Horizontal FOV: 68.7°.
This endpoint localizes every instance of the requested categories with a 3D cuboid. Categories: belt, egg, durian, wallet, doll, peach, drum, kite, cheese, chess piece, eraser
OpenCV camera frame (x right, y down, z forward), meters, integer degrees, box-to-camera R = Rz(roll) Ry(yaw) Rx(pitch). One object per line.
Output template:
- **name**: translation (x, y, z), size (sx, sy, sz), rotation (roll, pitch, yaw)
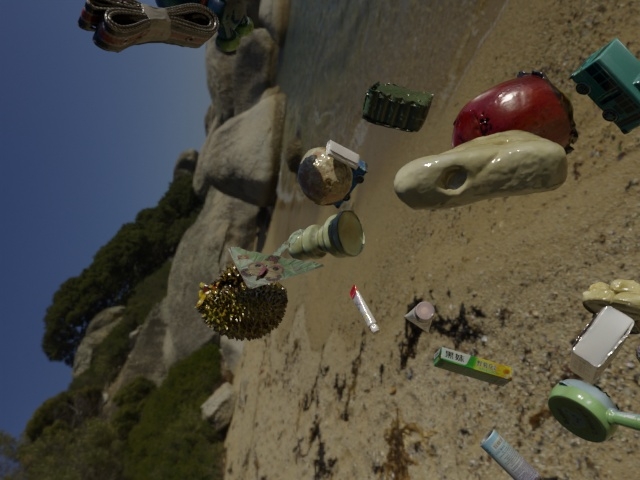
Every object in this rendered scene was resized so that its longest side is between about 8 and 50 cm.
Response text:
- **belt**: translation (-0.415, -0.545, 1.182), size (0.094, 0.359, 0.126), rotation (-30, 85, 43)
- **egg**: translation (0.015, -0.227, 1.634), size (0.233, 0.195, 0.195), rotation (-112, 28, -50)
- **durian**: translation (-0.237, 0.200, 1.453), size (0.293, 0.258, 0.258), rotation (12, -98, -69)
- **wallet**: translation (0.074, -0.282, 1.543), size (0.025, 0.122, 0.061), rotation (-29, 46, 50)
- **doll**: translation (-0.351, -0.709, 1.365), size (0.198, 0.322, 0.186), rotation (-61, -6, -24)
- **peach**: translation (0.664, -0.379, 1.614), size (0.416, 0.353, 0.339), rotation (-32, 91, 48)
- **drum**: translation (0.494, 0.285, 0.792), size (0.130, 0.049, 0.253), rotation (51, 156, 7)
- **kite**: translation (-0.098, 0.032, 1.013), size (0.250, 0.229, 0.012), rotation (-51, -33, -54)
- **cheese**: translation (0.354, -0.170, 1.106), size (0.328, 0.351, 0.130), rotation (-57, -44, -69)
- **chess piece**: translation (0.000, 0.000, 1.892), size (0.330, 0.182, 0.182), rotation (-13, 68, 40)
- **eraser**: translation (0.598, 0.230, 1.006), size (0.068, 0.210, 0.124), rotation (36, 85, 35)

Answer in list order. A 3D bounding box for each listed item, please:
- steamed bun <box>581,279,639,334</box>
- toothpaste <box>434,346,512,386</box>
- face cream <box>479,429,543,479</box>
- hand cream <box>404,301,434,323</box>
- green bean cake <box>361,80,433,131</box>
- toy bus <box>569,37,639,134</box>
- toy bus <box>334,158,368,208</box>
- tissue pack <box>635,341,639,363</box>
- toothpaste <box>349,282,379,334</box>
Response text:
- **steamed bun**: translation (0.899, 0.190, 1.390), size (0.106, 0.177, 0.192), rotation (-53, 15, -20)
- **toothpaste**: translation (0.364, 0.302, 1.118), size (0.043, 0.178, 0.037), rotation (107, 179, -53)
- **face cream**: translation (0.630, 0.729, 1.520), size (0.229, 0.075, 0.075), rotation (44, 145, 19)
- **hand cream**: translation (0.451, 0.349, 2.094), size (0.083, 0.133, 0.248), rotation (-50, -14, -18)
- **green bean cake**: translation (0.295, -0.517, 1.787), size (0.255, 0.241, 0.132), rotation (-58, -19, -58)
- **toy bus**: translation (0.905, -0.462, 1.410), size (0.128, 0.256, 0.147), rotation (-45, 0, -13)
- **toy bus**: translation (0.107, -0.276, 2.158), size (0.234, 0.133, 0.116), rotation (-51, 16, 27)
- **tissue pack**: translation (0.853, 0.219, 1.028), size (0.343, 0.242, 0.125), rotation (-42, 8, -28)
- **toothpaste**: translation (0.139, 0.222, 1.507), size (0.190, 0.031, 0.048), rotation (60, 142, 42)
